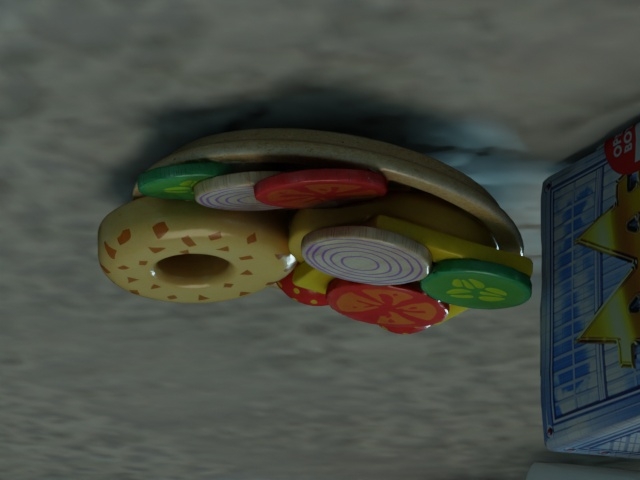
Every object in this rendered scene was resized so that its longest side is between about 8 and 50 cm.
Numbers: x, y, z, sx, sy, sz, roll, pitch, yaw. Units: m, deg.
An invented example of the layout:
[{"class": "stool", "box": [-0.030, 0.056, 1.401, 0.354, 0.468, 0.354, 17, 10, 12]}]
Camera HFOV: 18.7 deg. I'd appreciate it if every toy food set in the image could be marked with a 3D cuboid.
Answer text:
[{"class": "toy food set", "box": [0.000, 0.000, 0.392, 0.083, 0.020, 0.082, 17, 158, -19]}]

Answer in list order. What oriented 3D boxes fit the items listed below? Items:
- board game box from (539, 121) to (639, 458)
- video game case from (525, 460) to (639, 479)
[{"class": "board game box", "box": [0.135, -0.002, 0.325, 0.194, 0.060, 0.194, 0, 158, 5]}, {"class": "video game case", "box": [0.177, 0.071, 0.434, 0.183, 0.023, 0.201, 0, 171, 43]}]
